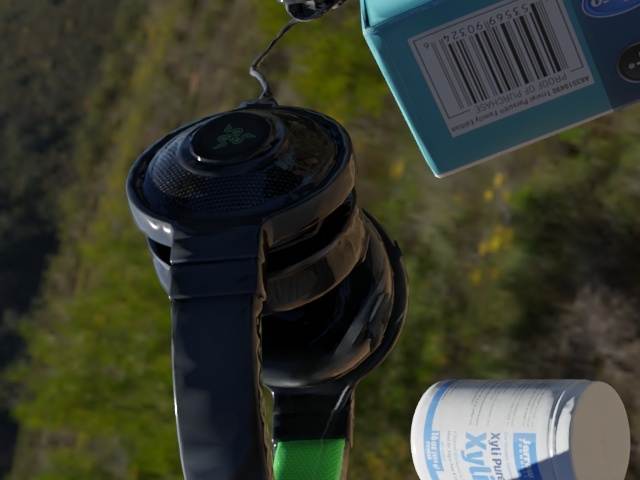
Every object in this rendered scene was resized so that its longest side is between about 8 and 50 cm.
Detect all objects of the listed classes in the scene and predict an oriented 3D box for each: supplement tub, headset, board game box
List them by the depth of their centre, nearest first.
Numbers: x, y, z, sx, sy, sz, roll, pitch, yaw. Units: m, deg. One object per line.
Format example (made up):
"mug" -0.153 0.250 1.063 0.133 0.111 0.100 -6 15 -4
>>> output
"board game box" 0.131 -0.195 0.788 0.336 0.254 0.079 -97 -17 -51
"supplement tub" 0.112 0.113 1.060 0.107 0.071 0.071 -4 73 39
"headset" 0.000 0.000 1.108 0.243 0.185 0.394 63 -155 -62
